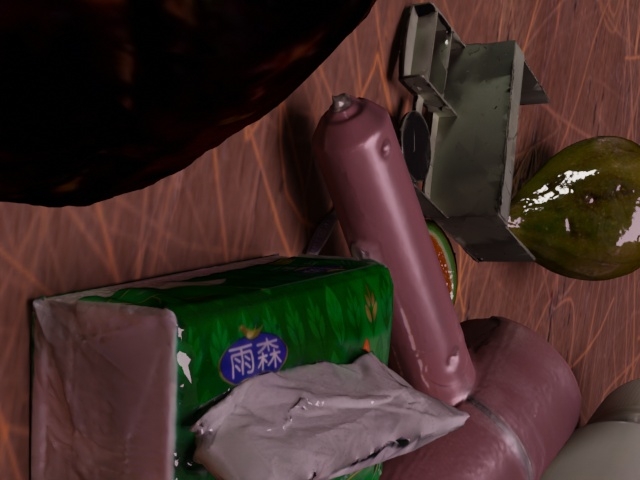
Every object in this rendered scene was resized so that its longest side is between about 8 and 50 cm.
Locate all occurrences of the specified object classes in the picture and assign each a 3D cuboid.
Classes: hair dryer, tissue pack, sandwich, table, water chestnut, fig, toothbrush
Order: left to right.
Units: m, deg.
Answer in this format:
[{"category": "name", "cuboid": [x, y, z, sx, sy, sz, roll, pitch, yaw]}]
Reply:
[{"category": "water chestnut", "cuboid": [-0.098, -0.150, 0.420, 0.244, 0.289, 0.289, -86, 173, -73]}, {"category": "tissue pack", "cuboid": [-0.032, 0.093, 0.652, 0.209, 0.156, 0.148, -9, 101, -56]}, {"category": "toothbrush", "cuboid": [0.000, 0.000, 0.814, 0.131, 0.011, 0.013, -63, 155, -29]}, {"category": "hair dryer", "cuboid": [0.049, 0.067, 0.813, 0.210, 0.125, 0.353, -42, 122, -37]}, {"category": "sandwich", "cuboid": [0.080, 0.026, 0.935, 0.101, 0.026, 0.069, 52, 58, -45]}, {"category": "table", "cuboid": [0.120, -0.080, 0.918, 0.175, 0.062, 0.146, 37, 56, -56]}, {"category": "fig", "cuboid": [0.220, -0.027, 1.094, 0.126, 0.184, 0.133, -126, -147, -81]}]

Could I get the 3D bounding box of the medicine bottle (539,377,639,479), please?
[{"category": "medicine bottle", "cuboid": [0.289, 0.289, 1.145, 0.339, 0.208, 0.208, -37, 127, -48]}]
